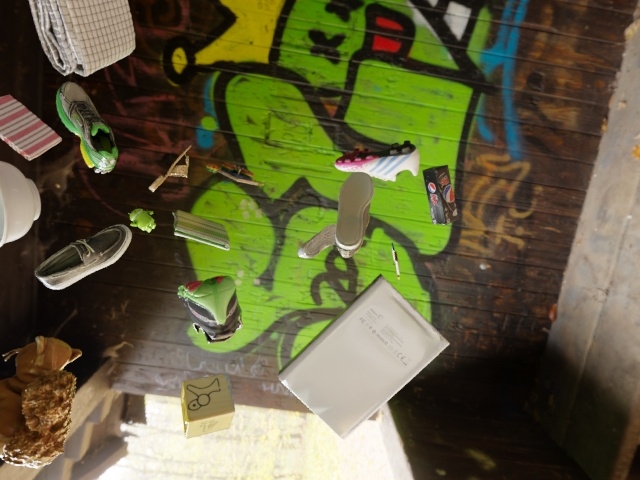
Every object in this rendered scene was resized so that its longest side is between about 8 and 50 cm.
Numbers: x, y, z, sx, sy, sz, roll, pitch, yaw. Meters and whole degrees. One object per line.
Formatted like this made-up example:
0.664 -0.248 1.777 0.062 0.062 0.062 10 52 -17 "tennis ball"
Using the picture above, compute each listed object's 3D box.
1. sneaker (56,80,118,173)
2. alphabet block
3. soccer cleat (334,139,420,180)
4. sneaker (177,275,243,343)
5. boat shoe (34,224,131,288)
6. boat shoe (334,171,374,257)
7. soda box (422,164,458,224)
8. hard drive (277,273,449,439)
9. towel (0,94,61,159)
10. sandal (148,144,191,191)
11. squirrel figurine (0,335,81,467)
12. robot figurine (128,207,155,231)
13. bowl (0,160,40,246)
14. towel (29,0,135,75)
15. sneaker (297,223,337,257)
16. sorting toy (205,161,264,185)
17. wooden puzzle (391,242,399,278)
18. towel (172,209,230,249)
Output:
-0.847 -0.434 1.502 0.134 0.146 0.344 -34 -81 -47 "sneaker"
-0.498 0.724 1.774 0.192 0.197 0.193 -116 34 -41 "alphabet block"
0.217 -0.282 1.553 0.116 0.331 0.143 -61 -41 -47 "soccer cleat"
-0.350 0.222 1.285 0.483 0.185 0.202 159 98 -75 "sneaker"
-0.836 0.053 1.440 0.335 0.121 0.119 -41 -11 -17 "boat shoe"
0.106 -0.089 1.302 0.091 0.109 0.305 88 -166 -58 "boat shoe"
0.352 -0.133 1.189 0.060 0.053 0.169 11 120 62 "soda box"
0.092 0.258 0.889 0.318 0.210 0.040 -45 4 6 "hard drive"
-0.926 -0.347 1.239 0.029 0.197 0.144 -31 24 34 "towel"
-0.576 -0.272 1.625 0.240 0.079 0.088 -51 23 -13 "sandal"
-0.935 0.516 1.342 0.281 0.397 0.370 58 -137 -49 "squirrel figurine"
-0.766 -0.090 1.738 0.101 0.115 0.067 -51 10 -35 "robot figurine"
-1.017 -0.128 1.316 0.134 0.297 0.298 -15 -61 -55 "bowl"
-0.601 -0.588 1.008 0.235 0.121 0.284 -68 -15 -49 "towel"
0.000 0.000 1.769 0.090 0.235 0.095 62 153 -5 "sneaker"
-0.335 -0.278 1.677 0.274 0.132 0.046 1 -67 -61 "sorting toy"
0.252 0.068 1.339 0.116 0.014 0.079 71 -169 -45 "wooden puzzle"
-0.525 -0.051 1.776 0.038 0.247 0.325 -68 25 9 "towel"
